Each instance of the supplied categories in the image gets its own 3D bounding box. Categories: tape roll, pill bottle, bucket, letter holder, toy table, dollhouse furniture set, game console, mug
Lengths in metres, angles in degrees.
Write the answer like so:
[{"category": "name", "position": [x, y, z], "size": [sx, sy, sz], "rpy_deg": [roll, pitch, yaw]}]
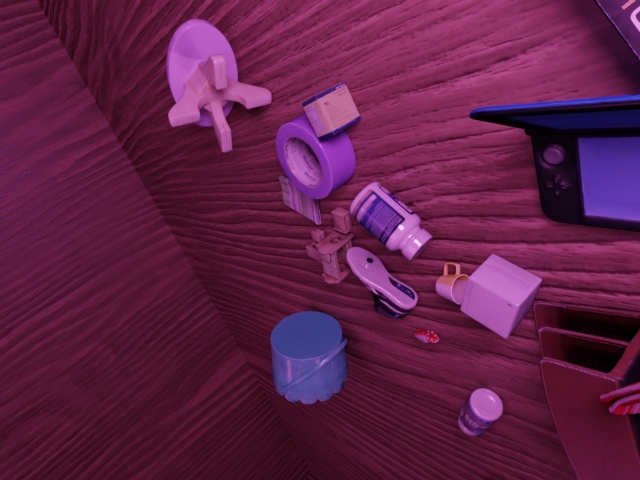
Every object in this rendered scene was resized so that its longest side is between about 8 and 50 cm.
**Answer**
[{"category": "tape roll", "position": [-0.013, -0.197, 1.014], "size": [0.189, 0.080, 0.189], "rpy_deg": [37, 146, 30]}, {"category": "pill bottle", "position": [0.151, -0.038, 0.925], "size": [0.169, 0.094, 0.094], "rpy_deg": [44, 149, 18]}, {"category": "bucket", "position": [-0.038, 0.385, 1.477], "size": [0.281, 0.281, 0.183], "rpy_deg": [24, 131, 42]}, {"category": "letter holder", "position": [0.459, 0.273, 0.749], "size": [0.214, 0.152, 0.302], "rpy_deg": [3, 123, 57]}, {"category": "toy table", "position": [-0.266, -0.364, 1.067], "size": [0.161, 0.252, 0.274], "rpy_deg": [56, 166, 31]}, {"category": "dollhouse furniture set", "position": [0.000, 0.000, 1.171], "size": [0.161, 0.101, 0.182], "rpy_deg": [23, 139, 39]}, {"category": "game console", "position": [0.355, -0.074, 0.493], "size": [0.293, 0.173, 0.250], "rpy_deg": [15, 136, 50]}, {"category": "mug", "position": [0.281, 0.092, 0.925], "size": [0.062, 0.078, 0.064], "rpy_deg": [29, 170, -25]}, {"category": "pill bottle", "position": [0.391, 0.430, 1.083], "size": [0.078, 0.078, 0.137], "rpy_deg": [38, 147, 27]}]

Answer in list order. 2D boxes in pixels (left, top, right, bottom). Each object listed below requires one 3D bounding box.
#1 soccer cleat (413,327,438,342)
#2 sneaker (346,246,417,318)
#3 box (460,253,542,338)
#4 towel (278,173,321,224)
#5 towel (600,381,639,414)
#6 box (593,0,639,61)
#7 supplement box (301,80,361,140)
[{"category": "soccer cleat", "position": [0.274, 0.250, 1.120], "size": [0.036, 0.029, 0.083], "rpy_deg": [55, 155, -21]}, {"category": "sneaker", "position": [0.139, 0.122, 1.126], "size": [0.217, 0.079, 0.121], "rpy_deg": [42, 147, 18]}, {"category": "box", "position": [0.333, 0.103, 0.813], "size": [0.102, 0.087, 0.101], "rpy_deg": [33, 144, 33]}, {"category": "towel", "position": [-0.060, -0.114, 1.228], "size": [0.152, 0.023, 0.113], "rpy_deg": [31, 143, 36]}, {"category": "towel", "position": [0.495, 0.170, 0.483], "size": [0.274, 0.031, 0.199], "rpy_deg": [-4, 153, 10]}, {"category": "box", "position": [0.373, -0.302, 0.338], "size": [0.242, 0.076, 0.307], "rpy_deg": [54, 151, -1]}, {"category": "supplement box", "position": [0.023, -0.263, 0.886], "size": [0.056, 0.083, 0.083], "rpy_deg": [-3, 119, 56]}]
